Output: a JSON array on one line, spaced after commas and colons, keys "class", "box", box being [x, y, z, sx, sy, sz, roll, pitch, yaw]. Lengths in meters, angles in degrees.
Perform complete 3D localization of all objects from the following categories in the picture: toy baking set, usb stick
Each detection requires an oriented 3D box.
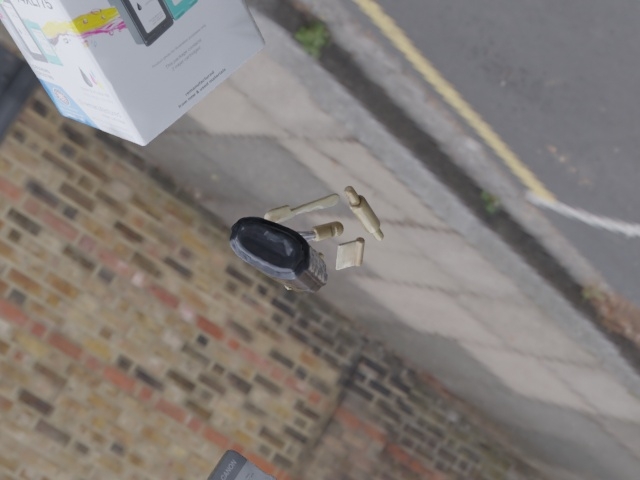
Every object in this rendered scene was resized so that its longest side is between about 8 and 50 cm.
[{"class": "toy baking set", "box": [0.006, -0.004, 2.202, 0.030, 0.196, 0.256, 49, 173, 37]}, {"class": "usb stick", "box": [-0.035, 0.016, 1.233, 0.077, 0.045, 0.278, 29, 178, 5]}]

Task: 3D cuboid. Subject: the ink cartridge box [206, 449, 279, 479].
[{"class": "ink cartridge box", "box": [-0.111, 0.491, 1.812, 0.272, 0.309, 0.130, 38, 144, -2]}]

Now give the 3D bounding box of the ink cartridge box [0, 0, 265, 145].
[{"class": "ink cartridge box", "box": [-0.236, -0.283, 1.463, 0.198, 0.197, 0.270, 22, 148, 49]}]
